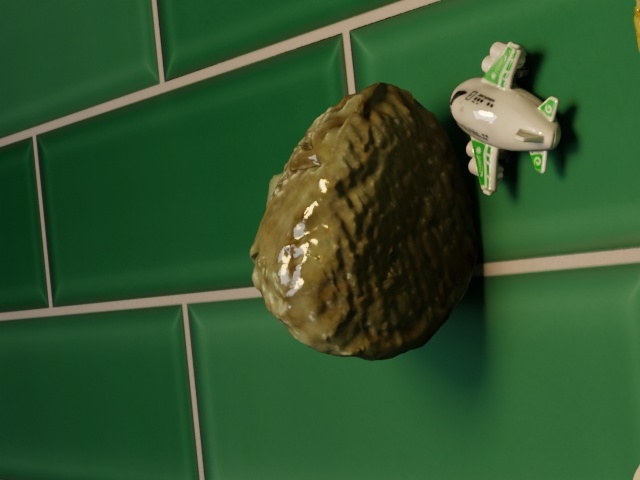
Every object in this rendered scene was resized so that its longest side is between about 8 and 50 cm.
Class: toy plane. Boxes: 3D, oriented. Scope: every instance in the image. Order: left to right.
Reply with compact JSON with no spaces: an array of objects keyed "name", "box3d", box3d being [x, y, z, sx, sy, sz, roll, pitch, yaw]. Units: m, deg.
[{"name":"toy plane","box3d":[0.203,-0.136,1.698,0.174,0.080,0.174,10,102,57]}]

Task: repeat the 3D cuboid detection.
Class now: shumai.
[{"name":"shumai","box3d":[0.000,0.000,1.799,0.288,0.330,0.292,-2,136,43]}]

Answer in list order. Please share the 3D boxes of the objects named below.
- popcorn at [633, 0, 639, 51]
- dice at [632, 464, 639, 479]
[{"name":"popcorn","box3d":[0.362,-0.210,1.430,0.126,0.126,0.145,48,119,8]},{"name":"dice","box3d":[0.419,0.246,1.277,0.243,0.251,0.259,61,138,30]}]
